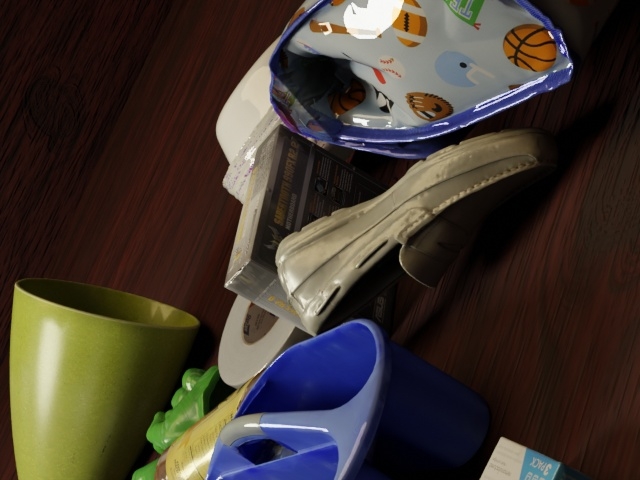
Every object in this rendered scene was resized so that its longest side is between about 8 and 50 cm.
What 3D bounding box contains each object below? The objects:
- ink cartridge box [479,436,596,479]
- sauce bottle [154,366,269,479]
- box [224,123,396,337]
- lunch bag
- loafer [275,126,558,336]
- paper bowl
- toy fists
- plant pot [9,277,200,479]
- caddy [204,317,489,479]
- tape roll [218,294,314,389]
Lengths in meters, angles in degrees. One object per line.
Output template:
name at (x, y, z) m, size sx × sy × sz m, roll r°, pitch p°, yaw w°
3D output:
ink cartridge box at (0.138, 0.247, 1.125) m, size 0.181 × 0.061 × 0.104 m, roll -63°, pitch 17°, yaw -6°
sauce bottle at (-0.052, 0.201, 1.652) m, size 0.344 × 0.111 × 0.111 m, roll -40°, pitch 27°, yaw 40°
box at (0.000, 0.000, 1.694) m, size 0.056 × 0.183 × 0.231 m, roll -46°, pitch 23°, yaw 39°
lunch bag at (0.146, -0.264, 1.524) m, size 0.385 × 0.239 × 0.328 m, roll -21°, pitch 25°, yaw 52°
loafer at (0.102, -0.007, 1.506) m, size 0.319 × 0.112 × 0.111 m, roll -30°, pitch 69°, yaw 26°
paper bowl at (-0.021, -0.164, 1.912) m, size 0.284 × 0.148 × 0.284 m, roll -50°, pitch -3°, yaw -3°
toy fists at (-0.170, 0.277, 1.883) m, size 0.142 × 0.096 × 0.279 m, roll -36°, pitch 31°, yaw 55°
plant pot at (-0.342, 0.231, 2.221) m, size 0.275 × 0.275 × 0.293 m, roll -152°, pitch 75°, yaw -73°
caddy at (-0.004, 0.206, 1.393) m, size 0.341 × 0.179 × 0.241 m, roll -30°, pitch 34°, yaw 59°
tape roll at (-0.033, 0.088, 1.810) m, size 0.219 × 0.072 × 0.219 m, roll -46°, pitch 26°, yaw 30°
